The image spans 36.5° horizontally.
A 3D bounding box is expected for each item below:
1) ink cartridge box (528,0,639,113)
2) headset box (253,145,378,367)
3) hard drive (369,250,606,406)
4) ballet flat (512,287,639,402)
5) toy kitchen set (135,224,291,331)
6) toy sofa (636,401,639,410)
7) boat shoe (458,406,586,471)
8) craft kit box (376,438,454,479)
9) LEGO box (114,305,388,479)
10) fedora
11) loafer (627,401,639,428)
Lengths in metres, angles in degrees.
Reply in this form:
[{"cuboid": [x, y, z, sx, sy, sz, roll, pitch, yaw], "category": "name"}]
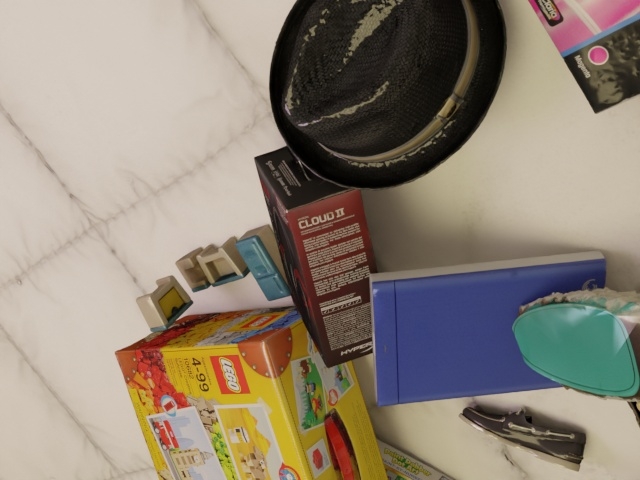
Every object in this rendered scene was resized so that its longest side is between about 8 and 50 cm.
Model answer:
[{"cuboid": [0.424, -0.291, 1.056, 0.371, 0.069, 0.176, -25, 105, 38], "category": "ink cartridge box"}, {"cuboid": [0.000, 0.000, 1.412, 0.110, 0.218, 0.293, -18, 119, -8], "category": "headset box"}, {"cuboid": [0.232, 0.127, 1.359, 0.318, 0.040, 0.210, -6, 120, -3], "category": "hard drive"}, {"cuboid": [0.426, 0.125, 1.186, 0.409, 0.147, 0.147, -2, 121, 55], "category": "ballet flat"}, {"cuboid": [-0.171, 0.088, 1.619, 0.207, 0.166, 0.122, -18, 110, 39], "category": "toy kitchen set"}, {"cuboid": [0.580, 0.276, 1.269, 0.150, 0.177, 0.362, -24, 105, 42], "category": "toy sofa"}, {"cuboid": [0.322, 0.300, 1.544, 0.206, 0.075, 0.065, 20, 86, 26], "category": "boat shoe"}, {"cuboid": [0.117, 0.488, 1.762, 0.246, 0.061, 0.250, 29, 125, 9], "category": "craft kit box"}, {"cuboid": [-0.097, 0.377, 1.676, 0.372, 0.193, 0.500, -9, 103, 40], "category": "LEGO box"}, {"cuboid": [0.056, -0.223, 1.191, 0.334, 0.152, 0.334, 1, 93, 23], "category": "fedora"}, {"cuboid": [0.472, 0.246, 1.369, 0.267, 0.084, 0.096, 58, 152, -12], "category": "loafer"}]
